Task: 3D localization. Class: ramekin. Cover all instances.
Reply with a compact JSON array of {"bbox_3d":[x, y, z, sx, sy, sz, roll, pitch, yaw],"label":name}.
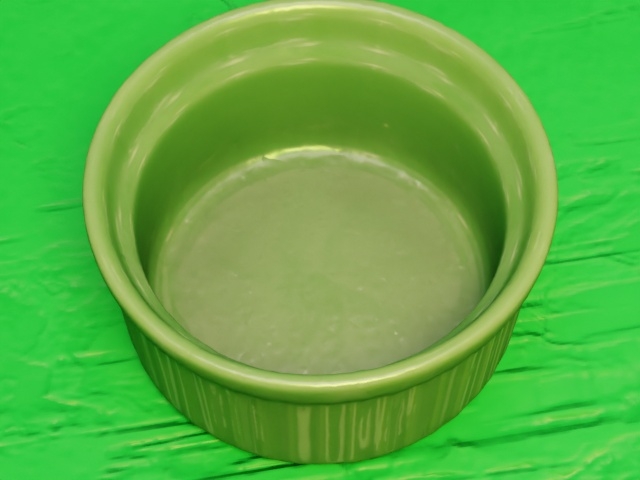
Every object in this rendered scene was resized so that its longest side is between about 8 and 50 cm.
[{"bbox_3d":[0.000,0.000,1.327,0.303,0.148,0.303,0,58,0],"label":"ramekin"}]
